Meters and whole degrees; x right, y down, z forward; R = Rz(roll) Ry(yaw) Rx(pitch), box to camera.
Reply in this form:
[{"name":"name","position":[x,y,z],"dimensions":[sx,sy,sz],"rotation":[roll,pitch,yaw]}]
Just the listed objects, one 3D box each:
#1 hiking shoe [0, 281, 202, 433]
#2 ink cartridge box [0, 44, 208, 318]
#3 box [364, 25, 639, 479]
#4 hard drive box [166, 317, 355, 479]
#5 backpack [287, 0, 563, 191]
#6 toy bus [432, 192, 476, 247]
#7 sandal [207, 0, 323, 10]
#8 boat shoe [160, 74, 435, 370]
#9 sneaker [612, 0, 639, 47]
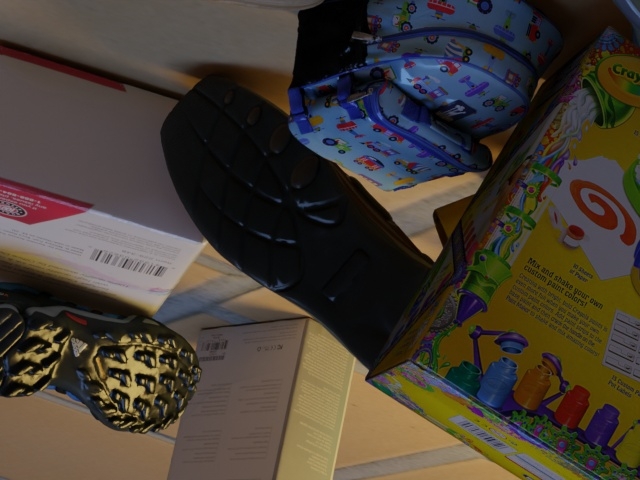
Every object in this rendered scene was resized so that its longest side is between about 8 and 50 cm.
[{"name":"hiking shoe","position":[-0.235,0.093,1.822],"dimensions":[0.132,0.113,0.304],"rotation":[35,-173,41]},{"name":"ink cartridge box","position":[-0.226,-0.037,1.759],"dimensions":[0.226,0.131,0.306],"rotation":[16,160,-12]},{"name":"box","position":[0.235,0.054,1.398],"dimensions":[0.290,0.279,0.177],"rotation":[33,168,-3]},{"name":"hard drive box","position":[-0.070,0.215,2.180],"dimensions":[0.181,0.232,0.089],"rotation":[-8,151,43]},{"name":"backpack","position":[0.082,-0.118,1.406],"dimensions":[0.173,0.117,0.158],"rotation":[-10,151,40]},{"name":"toy bus","position":[0.190,-0.019,1.607],"dimensions":[0.191,0.104,0.202],"rotation":[-27,173,42]},{"name":"sandal","position":[-0.112,-0.192,1.359],"dimensions":[0.240,0.088,0.079],"rotation":[11,154,-11]},{"name":"boat shoe","position":[0.000,0.000,1.620],"dimensions":[0.324,0.122,0.120],"rotation":[47,-172,3]},{"name":"sneaker","position":[0.280,-0.143,1.282],"dimensions":[0.121,0.111,0.300],"rotation":[15,165,45]}]
